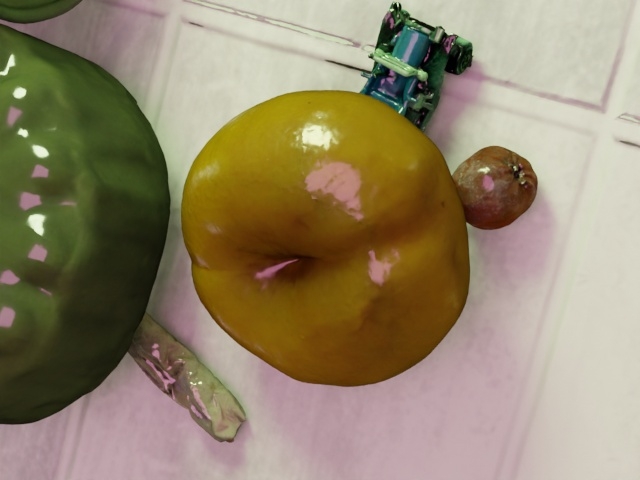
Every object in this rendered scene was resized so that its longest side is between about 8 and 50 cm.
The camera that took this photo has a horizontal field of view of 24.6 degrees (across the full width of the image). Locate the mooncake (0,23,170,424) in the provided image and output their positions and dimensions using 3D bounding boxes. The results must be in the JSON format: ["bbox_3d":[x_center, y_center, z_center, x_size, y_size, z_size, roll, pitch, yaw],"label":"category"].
[{"bbox_3d":[-0.311,-0.015,1.263,0.356,0.194,0.357,-3,85,28],"label":"mooncake"}]

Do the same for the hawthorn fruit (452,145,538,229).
[{"bbox_3d":[0.128,-0.036,1.200,0.103,0.066,0.067,-28,82,46],"label":"hawthorn fruit"}]

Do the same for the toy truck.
[{"bbox_3d":[0.057,-0.113,1.206,0.080,0.078,0.154,29,103,18],"label":"toy truck"}]

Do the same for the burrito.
[{"bbox_3d":[-0.139,0.108,1.309,0.185,0.041,0.045,42,104,13],"label":"burrito"}]

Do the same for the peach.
[{"bbox_3d":[0.000,0.000,1.169,0.251,0.153,0.251,10,118,19],"label":"peach"}]

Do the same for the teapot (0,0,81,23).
[{"bbox_3d":[-0.336,-0.327,1.282,0.337,0.200,0.270,33,146,27],"label":"teapot"}]
